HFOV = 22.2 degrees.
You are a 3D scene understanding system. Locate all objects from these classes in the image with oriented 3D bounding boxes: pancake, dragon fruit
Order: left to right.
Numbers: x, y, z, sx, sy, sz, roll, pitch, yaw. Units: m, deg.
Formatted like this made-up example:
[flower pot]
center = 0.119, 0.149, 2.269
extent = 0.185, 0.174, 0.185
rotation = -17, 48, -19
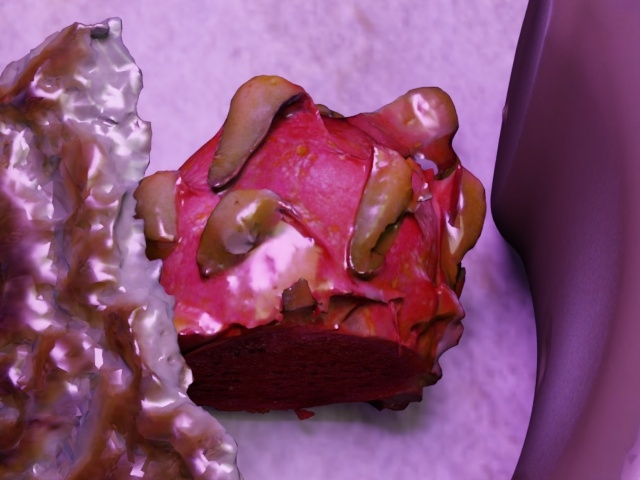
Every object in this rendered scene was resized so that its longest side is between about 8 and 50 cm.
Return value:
[pancake]
center = -0.131, 0.127, 0.515
extent = 0.305, 0.067, 0.427
rotation = -32, 70, 16
[dragon fruit]
center = 0.000, 0.000, 0.659
extent = 0.208, 0.133, 0.150
rotation = -45, 113, -41

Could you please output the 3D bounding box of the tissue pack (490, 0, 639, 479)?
[tissue pack]
center = 0.189, 0.063, 0.592
extent = 0.277, 0.267, 0.387
rotation = 8, 69, 5
